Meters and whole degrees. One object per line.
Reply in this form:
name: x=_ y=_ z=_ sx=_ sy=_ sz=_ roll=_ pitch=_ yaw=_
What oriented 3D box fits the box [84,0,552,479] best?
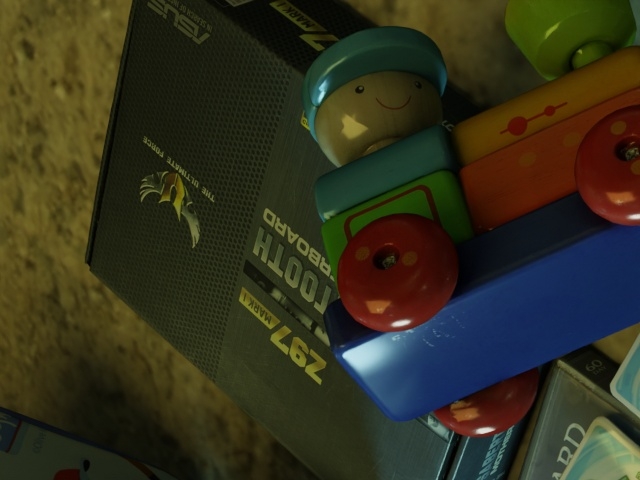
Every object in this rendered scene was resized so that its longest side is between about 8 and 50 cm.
box: x=0.000 y=0.000 z=0.873 sx=0.232 sy=0.059 sz=0.183 roll=40 pitch=135 yaw=27

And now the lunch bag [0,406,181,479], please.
lunch bag: x=-0.208 y=0.218 z=1.077 sx=0.243 sy=0.115 sz=0.303 roll=20 pitch=128 yaw=-11

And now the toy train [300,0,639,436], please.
toy train: x=0.111 y=-0.045 z=0.705 sx=0.105 sy=0.248 sz=0.143 roll=51 pitch=-161 yaw=-51

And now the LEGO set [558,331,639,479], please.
LEGO set: x=0.190 y=0.113 z=0.696 sx=0.244 sy=0.060 sz=0.182 roll=43 pitch=124 yaw=27

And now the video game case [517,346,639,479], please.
video game case: x=0.179 y=0.193 z=0.798 sx=0.274 sy=0.026 sz=0.196 roll=38 pitch=133 yaw=31
